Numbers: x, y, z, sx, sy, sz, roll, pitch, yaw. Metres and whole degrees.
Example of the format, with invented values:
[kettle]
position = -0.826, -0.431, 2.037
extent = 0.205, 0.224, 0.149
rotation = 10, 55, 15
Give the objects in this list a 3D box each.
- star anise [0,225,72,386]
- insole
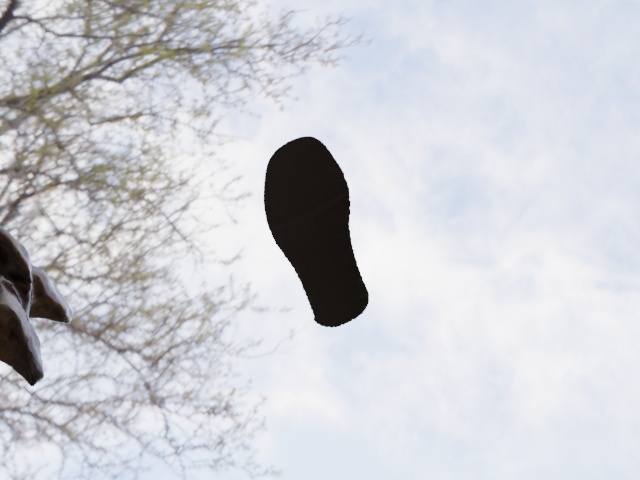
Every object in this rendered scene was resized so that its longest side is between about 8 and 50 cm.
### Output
[star anise]
position = -0.315, 0.015, 0.843
extent = 0.272, 0.272, 0.102
rotation = 41, -72, -2
[insole]
position = 0.000, 0.000, 0.509
extent = 0.045, 0.002, 0.135
rotation = -25, -46, -5
